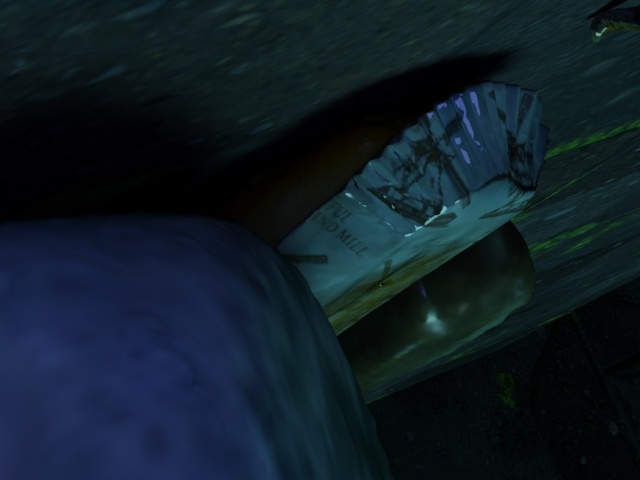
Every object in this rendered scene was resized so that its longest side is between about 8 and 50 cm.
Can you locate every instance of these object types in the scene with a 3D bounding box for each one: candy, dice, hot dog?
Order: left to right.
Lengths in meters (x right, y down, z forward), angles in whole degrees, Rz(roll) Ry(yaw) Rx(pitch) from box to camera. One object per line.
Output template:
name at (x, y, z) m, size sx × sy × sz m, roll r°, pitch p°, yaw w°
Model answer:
dice at (-0.134, 0.195, 0.729) m, size 0.348 × 0.330 × 0.328 m, roll -17°, pitch 164°, yaw 9°
hot dog at (0.000, 0.000, 0.918) m, size 0.163 × 0.081 × 0.270 m, roll -16°, pitch 165°, yaw -48°
candy at (0.047, 0.038, 1.217) m, size 0.104 × 0.102 × 0.234 m, roll -20°, pitch 169°, yaw -29°

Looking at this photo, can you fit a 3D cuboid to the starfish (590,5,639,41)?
starfish at (0.230, -0.139, 0.834) m, size 0.176 × 0.053 × 0.208 m, roll -32°, pitch -179°, yaw -18°
